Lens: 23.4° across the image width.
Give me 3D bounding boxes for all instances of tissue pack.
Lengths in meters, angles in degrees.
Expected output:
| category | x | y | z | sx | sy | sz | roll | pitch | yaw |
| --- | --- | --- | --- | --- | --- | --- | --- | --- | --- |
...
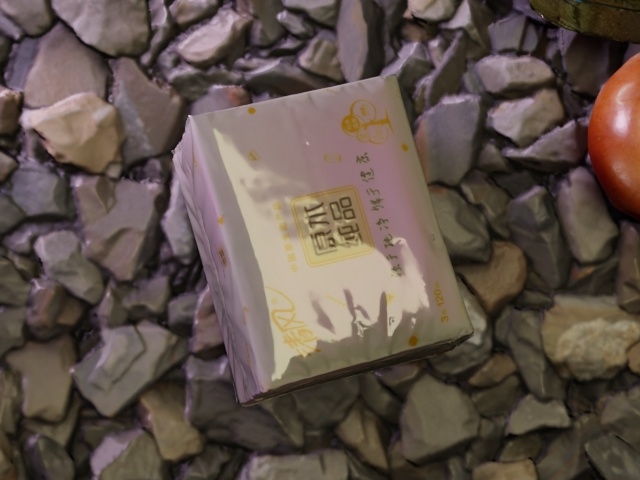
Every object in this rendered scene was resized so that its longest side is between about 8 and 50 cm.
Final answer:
| category | x | y | z | sx | sy | sz | roll | pitch | yaw |
| --- | --- | --- | --- | --- | --- | --- | --- | --- | --- |
| tissue pack | 0.000 | 0.000 | 1.249 | 0.185 | 0.124 | 0.225 | -14 | 81 | -16 |

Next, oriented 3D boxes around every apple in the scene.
| category | x | y | z | sx | sy | sz | roll | pitch | yaw |
| --- | --- | --- | --- | --- | --- | --- | --- | --- | --- |
| apple | 0.312 | -0.087 | 1.354 | 0.163 | 0.139 | 0.163 | 0 | 77 | -2 |

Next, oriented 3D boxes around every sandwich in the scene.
| category | x | y | z | sx | sy | sz | roll | pitch | yaw |
| --- | --- | --- | --- | --- | --- | --- | --- | --- | --- |
| sandwich | 0.265 | -0.235 | 1.386 | 0.235 | 0.079 | 0.159 | -4 | 34 | -15 |
